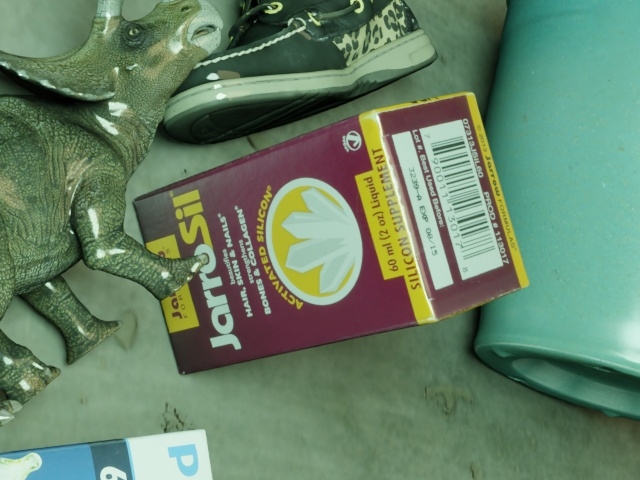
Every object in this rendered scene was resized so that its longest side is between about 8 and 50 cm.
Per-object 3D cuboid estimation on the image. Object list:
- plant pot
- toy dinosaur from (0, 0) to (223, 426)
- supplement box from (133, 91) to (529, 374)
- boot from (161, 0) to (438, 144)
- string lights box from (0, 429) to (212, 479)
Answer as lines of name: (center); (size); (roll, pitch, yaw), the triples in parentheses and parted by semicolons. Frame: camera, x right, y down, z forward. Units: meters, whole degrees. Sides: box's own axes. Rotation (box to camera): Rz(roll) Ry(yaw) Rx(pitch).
plant pot: (0.219, -0.019, 0.957); (0.271, 0.271, 0.255); (27, 75, -38)
toy dinosaur: (-0.159, -0.006, 0.677); (0.313, 0.121, 0.160); (-38, 94, -40)
supplement box: (0.000, 0.000, 0.758); (0.081, 0.188, 0.104); (-15, 89, -46)
boot: (-0.035, -0.158, 0.849); (0.236, 0.085, 0.179); (-23, 93, -53)
string lights box: (-0.153, 0.150, 0.539); (0.259, 0.076, 0.133); (-1, 77, -45)
